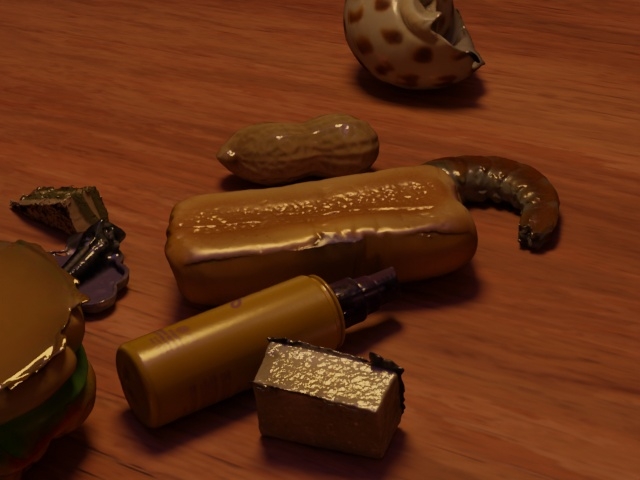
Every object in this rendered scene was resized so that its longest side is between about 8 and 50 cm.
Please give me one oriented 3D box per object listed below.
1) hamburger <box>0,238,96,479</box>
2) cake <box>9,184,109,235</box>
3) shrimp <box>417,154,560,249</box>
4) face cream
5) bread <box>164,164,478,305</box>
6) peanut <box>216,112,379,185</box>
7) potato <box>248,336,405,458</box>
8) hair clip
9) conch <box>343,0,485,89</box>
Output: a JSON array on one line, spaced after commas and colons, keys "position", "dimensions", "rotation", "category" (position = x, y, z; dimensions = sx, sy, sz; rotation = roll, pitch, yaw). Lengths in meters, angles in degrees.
[{"position": [-0.293, 0.110, 1.030], "dimensions": [0.237, 0.149, 0.237], "rotation": [-1, 38, 1], "category": "hamburger"}, {"position": [-0.297, -0.045, 1.397], "dimensions": [0.140, 0.055, 0.051], "rotation": [20, 44, 38], "category": "cake"}, {"position": [0.174, -0.036, 1.342], "dimensions": [0.161, 0.049, 0.166], "rotation": [-7, 37, -8], "category": "shrimp"}, {"position": [-0.043, 0.082, 1.116], "dimensions": [0.273, 0.078, 0.078], "rotation": [-20, 34, -26], "category": "face cream"}, {"position": [0.000, 0.000, 1.240], "dimensions": [0.305, 0.091, 0.142], "rotation": [-7, 31, -6], "category": "bread"}, {"position": [-0.026, -0.104, 1.444], "dimensions": [0.187, 0.082, 0.082], "rotation": [-8, 30, -5], "category": "peanut"}, {"position": [0.006, 0.129, 1.030], "dimensions": [0.122, 0.086, 0.061], "rotation": [10, 46, 20], "category": "potato"}, {"position": [-0.257, 0.038, 1.251], "dimensions": [0.124, 0.052, 0.195], "rotation": [7, 36, 30], "category": "hair clip"}, {"position": [0.111, -0.285, 1.673], "dimensions": [0.149, 0.182, 0.275], "rotation": [-30, 18, 17], "category": "conch"}]
